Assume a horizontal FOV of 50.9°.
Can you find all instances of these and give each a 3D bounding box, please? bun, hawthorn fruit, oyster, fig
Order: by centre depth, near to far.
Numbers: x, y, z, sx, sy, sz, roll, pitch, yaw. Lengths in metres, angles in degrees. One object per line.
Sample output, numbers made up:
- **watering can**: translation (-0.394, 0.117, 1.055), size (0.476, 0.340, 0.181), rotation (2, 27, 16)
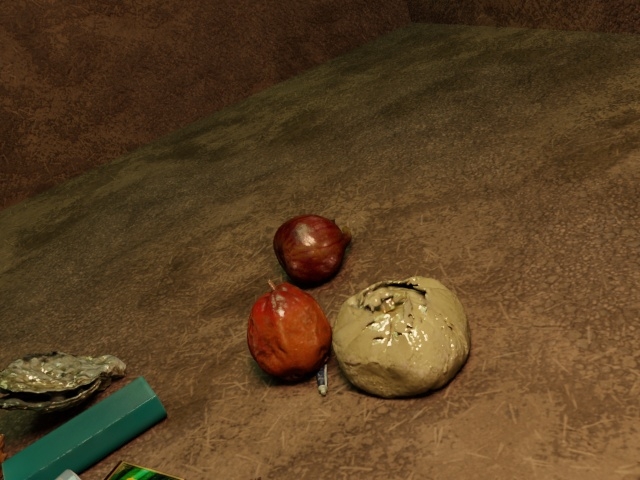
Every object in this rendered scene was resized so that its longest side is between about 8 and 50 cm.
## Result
- **bun**: translation (0.140, 0.155, 1.223), size (0.259, 0.152, 0.259), rotation (-17, 29, 10)
- **hawthorn fruit**: translation (-0.063, 0.178, 1.288), size (0.173, 0.179, 0.173), rotation (1, 46, -1)
- **oyster**: translation (-0.557, 0.290, 1.396), size (0.198, 0.112, 0.267), rotation (-1, 0, 26)
- **fig**: translation (0.002, 0.011, 1.571), size (0.207, 0.175, 0.175), rotation (-12, 25, -18)

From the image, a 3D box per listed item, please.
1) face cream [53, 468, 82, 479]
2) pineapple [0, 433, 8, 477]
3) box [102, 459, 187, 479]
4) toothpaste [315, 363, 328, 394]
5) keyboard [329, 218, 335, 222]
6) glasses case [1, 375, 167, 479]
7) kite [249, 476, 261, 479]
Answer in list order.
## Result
- **face cream**: translation (-0.489, 0.486, 1.108), size (0.075, 0.075, 0.229), rotation (10, 39, 43)
- **pineapple**: translation (-0.748, 0.338, 1.239), size (0.223, 0.357, 0.223), rotation (-12, 29, 7)
- **box**: translation (-0.324, 0.466, 1.044), size (0.159, 0.071, 0.240), rotation (-2, 32, 34)
- **toothpaste**: translation (0.004, 0.261, 1.259), size (0.027, 0.019, 0.083), rotation (-32, 22, 11)
- **keyboard**: translation (0.000, 0.002, 1.731), size (0.074, 0.015, 0.196), rotation (-10, 29, 9)
- **glasses case**: translation (-0.446, 0.382, 1.283), size (0.301, 0.070, 0.117), rotation (-32, 24, -19)
- **kite**: translation (-0.099, 0.448, 1.001), size (0.198, 0.006, 0.244), rotation (-15, 28, 10)
